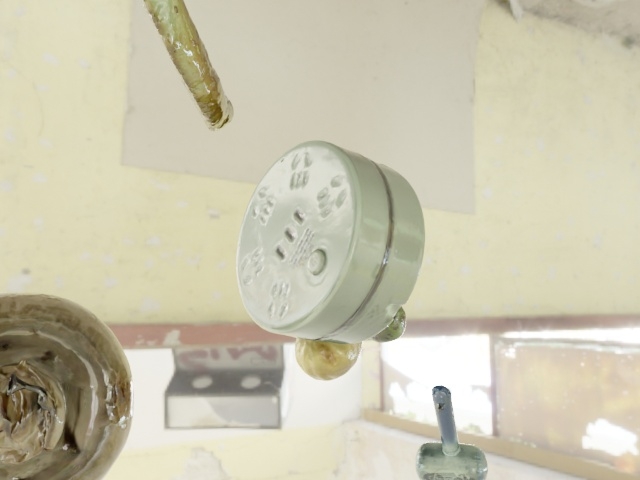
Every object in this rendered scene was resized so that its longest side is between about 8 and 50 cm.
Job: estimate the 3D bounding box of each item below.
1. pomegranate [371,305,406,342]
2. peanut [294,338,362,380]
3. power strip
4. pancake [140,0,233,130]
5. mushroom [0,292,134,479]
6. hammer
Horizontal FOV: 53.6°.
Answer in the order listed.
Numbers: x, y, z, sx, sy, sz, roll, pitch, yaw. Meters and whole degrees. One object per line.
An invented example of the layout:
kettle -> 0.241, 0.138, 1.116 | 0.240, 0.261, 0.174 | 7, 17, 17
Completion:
pomegranate -> 0.141, 0.200, 1.538 | 0.122, 0.122, 0.161 | -6, -165, 40
peanut -> 0.034, 0.174, 1.315 | 0.148, 0.147, 0.319 | -2, -164, 17
power strip -> 0.000, 0.000, 1.100 | 0.161, 0.357, 0.357 | 16, 165, -37
pancake -> -0.176, -0.261, 0.767 | 0.054, 0.197, 0.376 | -28, 153, -6
mushroom -> -0.471, 0.258, 0.974 | 0.362, 0.362, 0.294 | 2, 173, -21
hammer -> 0.201, 0.311, 1.011 | 0.116, 0.194, 0.069 | -3, -154, 22
